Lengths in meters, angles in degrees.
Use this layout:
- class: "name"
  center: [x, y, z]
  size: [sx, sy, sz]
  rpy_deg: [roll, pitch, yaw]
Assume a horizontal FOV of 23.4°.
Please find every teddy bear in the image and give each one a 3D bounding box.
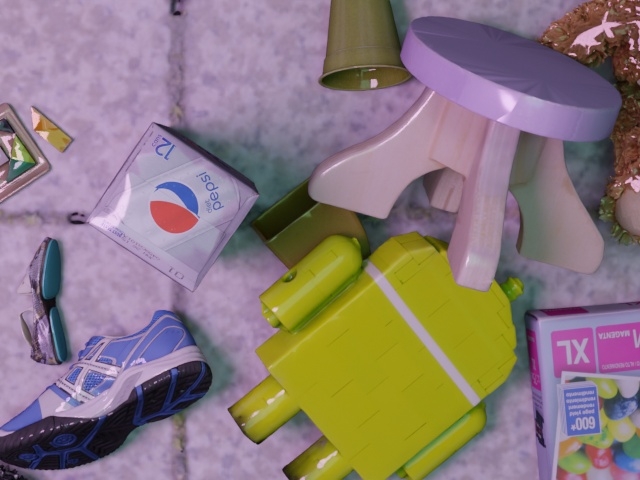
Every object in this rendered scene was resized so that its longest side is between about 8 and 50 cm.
- class: "teddy bear"
  center: [0.320, -0.157, 1.357]
  size: [0.245, 0.113, 0.338]
  rpy_deg: [-23, 86, 19]

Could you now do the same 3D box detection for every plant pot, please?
- class: "plant pot"
  center: [0.038, -0.180, 1.359]
  size: [0.083, 0.083, 0.079]
  rpy_deg: [-2, 81, -5]
- class: "plant pot"
  center: [0.000, 0.000, 1.362]
  size: [0.081, 0.081, 0.083]
  rpy_deg: [-38, 108, -2]

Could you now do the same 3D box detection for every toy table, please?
- class: "toy table"
  center: [0.131, -0.075, 1.258]
  size: [0.252, 0.274, 0.161]
  rpy_deg: [18, 109, 4]

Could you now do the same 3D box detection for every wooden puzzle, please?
- class: "wooden puzzle"
  center: [-0.285, -0.076, 1.364]
  size: [0.116, 0.014, 0.078]
  rpy_deg: [-40, 95, -1]

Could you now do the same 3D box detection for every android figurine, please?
- class: "android figurine"
  center: [0.058, 0.102, 1.346]
  size: [0.273, 0.056, 0.248]
  rpy_deg: [-42, 117, -2]

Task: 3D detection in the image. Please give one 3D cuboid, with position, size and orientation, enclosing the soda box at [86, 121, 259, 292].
- class: "soda box"
  center: [-0.115, -0.032, 1.243]
  size: [0.098, 0.286, 0.091]
  rpy_deg: [34, 91, -5]

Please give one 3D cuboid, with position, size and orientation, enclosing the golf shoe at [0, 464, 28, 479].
- class: "golf shoe"
  center: [-0.271, 0.250, 1.343]
  size: [0.198, 0.077, 0.094]
  rpy_deg: [19, 110, -16]

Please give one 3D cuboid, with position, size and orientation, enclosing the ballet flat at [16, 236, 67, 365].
- class: "ballet flat"
  center: [-0.249, 0.055, 1.363]
  size: [0.041, 0.041, 0.114]
  rpy_deg: [-4, 93, -5]

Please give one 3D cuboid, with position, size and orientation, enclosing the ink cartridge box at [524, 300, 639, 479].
- class: "ink cartridge box"
  center: [0.294, 0.211, 1.408]
  size: [0.186, 0.065, 0.311]
  rpy_deg: [-6, 95, -4]

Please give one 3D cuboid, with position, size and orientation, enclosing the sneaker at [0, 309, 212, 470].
- class: "sneaker"
  center: [-0.197, 0.136, 1.362]
  size: [0.211, 0.080, 0.081]
  rpy_deg: [-26, 57, 6]
